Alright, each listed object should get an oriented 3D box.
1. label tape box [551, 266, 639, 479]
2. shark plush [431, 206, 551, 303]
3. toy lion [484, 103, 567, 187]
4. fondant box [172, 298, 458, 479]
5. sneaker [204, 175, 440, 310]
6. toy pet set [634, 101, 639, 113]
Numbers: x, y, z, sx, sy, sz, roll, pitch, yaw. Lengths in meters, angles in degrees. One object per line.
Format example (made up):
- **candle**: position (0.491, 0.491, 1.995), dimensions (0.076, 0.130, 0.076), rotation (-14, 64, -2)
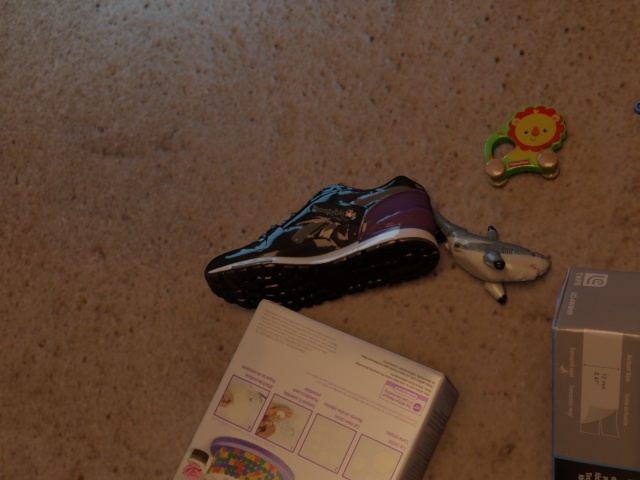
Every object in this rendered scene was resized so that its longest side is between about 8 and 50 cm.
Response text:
- **label tape box**: position (0.402, 0.170, 1.121), dimensions (0.347, 0.249, 0.115), rotation (7, 34, 20)
- **shark plush**: position (0.190, 0.011, 1.370), dimensions (0.067, 0.073, 0.161), rotation (-40, 42, -21)
- **toy lion**: position (0.246, -0.118, 1.395), dimensions (0.100, 0.034, 0.096), rotation (-9, 62, 14)
- **fondant box**: position (-0.023, 0.263, 1.304), dimensions (0.238, 0.096, 0.330), rotation (22, 78, 22)
- **sneaker**: position (0.000, 0.000, 1.403), dimensions (0.283, 0.107, 0.124), rotation (-11, 54, 9)
- **toy pet set**: position (0.433, -0.139, 1.325), dimensions (0.122, 0.065, 0.114), rotation (-19, 67, 10)
